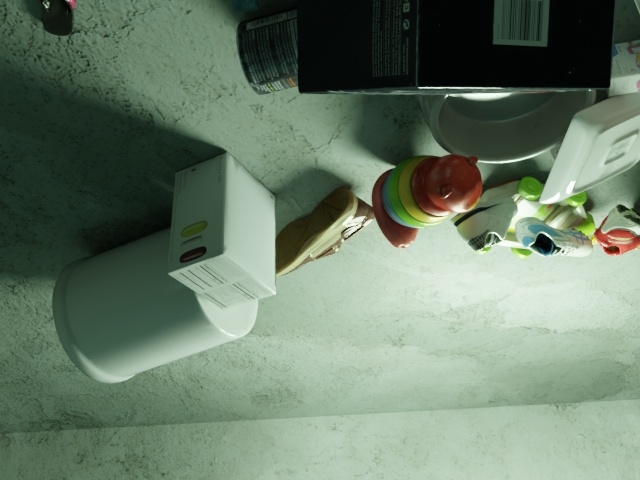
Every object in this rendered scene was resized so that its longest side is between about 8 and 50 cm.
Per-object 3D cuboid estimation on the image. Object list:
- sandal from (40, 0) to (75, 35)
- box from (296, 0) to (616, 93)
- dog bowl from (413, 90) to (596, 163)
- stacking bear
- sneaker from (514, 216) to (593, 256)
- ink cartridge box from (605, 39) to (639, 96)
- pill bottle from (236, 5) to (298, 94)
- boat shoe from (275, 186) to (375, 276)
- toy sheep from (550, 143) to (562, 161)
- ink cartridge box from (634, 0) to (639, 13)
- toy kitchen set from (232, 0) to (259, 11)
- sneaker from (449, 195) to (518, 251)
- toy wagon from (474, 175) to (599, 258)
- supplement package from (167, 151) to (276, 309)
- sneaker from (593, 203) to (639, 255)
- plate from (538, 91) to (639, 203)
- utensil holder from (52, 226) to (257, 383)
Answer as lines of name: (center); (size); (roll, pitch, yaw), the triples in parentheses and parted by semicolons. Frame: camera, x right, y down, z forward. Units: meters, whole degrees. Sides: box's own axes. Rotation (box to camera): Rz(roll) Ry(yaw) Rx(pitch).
sandal: (-0.431, -0.395, 1.236); (0.067, 0.040, 0.179); (6, 147, -13)
box: (0.185, -0.302, 1.089); (0.343, 0.179, 0.312); (-6, -168, -28)
dog bowl: (0.355, -0.276, 1.433); (0.349, 0.102, 0.349); (-2, 147, -1)
stacking bear: (0.230, -0.102, 1.552); (0.164, 0.175, 0.289); (50, 162, -7)
sneaker: (0.558, 0.010, 1.794); (0.237, 0.086, 0.085); (14, 142, -28)
ink cartridge box: (0.584, -0.322, 1.388); (0.122, 0.088, 0.052); (-8, 144, 8)
pill bottle: (-0.008, -0.336, 1.280); (0.246, 0.130, 0.130); (-11, 147, 13)
boat shoe: (0.000, 0.000, 1.834); (0.123, 0.123, 0.342); (22, 134, -32)
toy sheep: (0.529, -0.192, 1.591); (0.091, 0.091, 0.132); (-25, 165, 32)
ink cartridge box: (0.561, -0.397, 1.130); (0.168, 0.232, 0.171); (-24, 143, 30)
toy kitchen set: (-0.206, -0.412, 1.152); (0.207, 0.122, 0.166); (-3, 148, 1)
sneaker: (0.370, -0.034, 1.644); (0.235, 0.095, 0.090); (-16, 158, -47)
toy wagon: (0.534, -0.050, 1.841); (0.344, 0.068, 0.267); (7, 147, -16)
supplement package: (-0.208, -0.018, 1.648); (0.145, 0.262, 0.204); (-18, 145, 23)
sneaker: (0.737, -0.012, 1.828); (0.279, 0.107, 0.118); (15, 124, -47)
plate: (0.589, -0.196, 1.517); (0.277, 0.045, 0.278); (-25, 150, -17)
utensil holder: (-0.392, 0.142, 1.844); (0.385, 0.327, 0.327); (-20, 144, 21)
